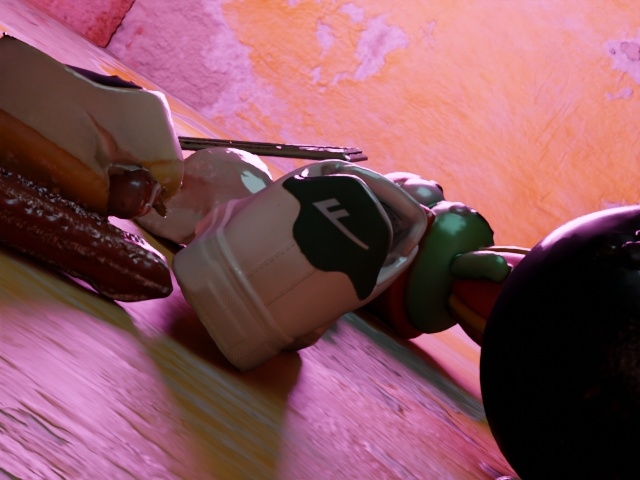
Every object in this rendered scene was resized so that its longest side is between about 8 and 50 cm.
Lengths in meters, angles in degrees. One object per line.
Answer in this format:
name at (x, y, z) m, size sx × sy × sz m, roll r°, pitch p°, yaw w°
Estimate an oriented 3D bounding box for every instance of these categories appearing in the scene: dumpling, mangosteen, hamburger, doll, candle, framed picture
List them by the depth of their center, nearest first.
candle at (-0.209, -0.028, 1.078) m, size 0.329 × 0.048 × 0.051 m, roll 29°, pitch 47°, yaw -42°
hamburger at (-0.176, -0.066, 1.226) m, size 0.173 × 0.116 × 0.210 m, roll 22°, pitch -1°, yaw -11°
mangosteen at (0.271, 0.116, 1.514) m, size 0.297 × 0.297 × 0.313 m, roll 33°, pitch -27°, yaw 1°
dumpling at (-0.106, -0.029, 1.579) m, size 0.134 × 0.100 × 0.169 m, roll -3°, pitch 38°, yaw -9°
doll at (0.100, 0.017, 1.950) m, size 0.363 × 0.160 × 0.182 m, roll 33°, pitch -4°, yaw 28°
framed picture at (-0.089, -0.106, 2.016) m, size 0.273 × 0.016 × 0.216 m, roll 5°, pitch 4°, yaw 6°

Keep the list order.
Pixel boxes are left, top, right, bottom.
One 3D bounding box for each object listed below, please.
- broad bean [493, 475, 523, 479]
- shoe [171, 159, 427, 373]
broad bean at (0.191, 0.212, 1.277) m, size 0.256 × 0.053 × 0.052 m, roll 29°, pitch 45°, yaw -39°
shoe at (0.000, 0.000, 1.330) m, size 0.132 × 0.160 × 0.363 m, roll 57°, pitch 7°, yaw 0°
